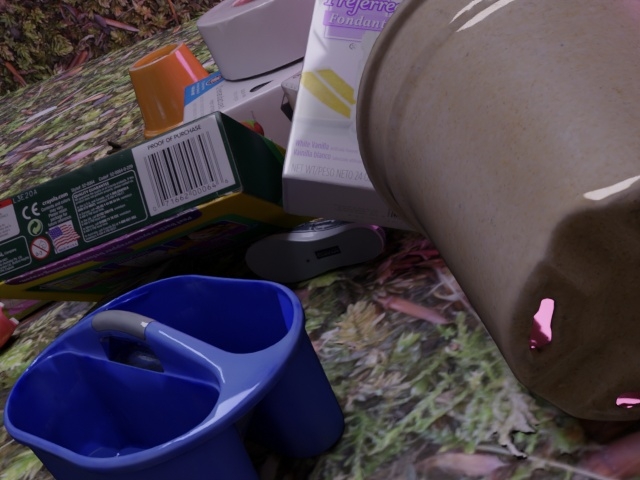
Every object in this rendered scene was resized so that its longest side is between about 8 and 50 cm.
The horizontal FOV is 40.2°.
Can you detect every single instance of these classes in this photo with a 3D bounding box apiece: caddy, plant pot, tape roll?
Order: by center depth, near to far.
[{"bbox_3d":[0.215,-0.039,0.701,0.333,0.334,0.305,-23,36,8],"label":"plant pot"},{"bbox_3d":[-0.145,0.137,0.816,0.341,0.179,0.241,2,37,46],"label":"caddy"},{"bbox_3d":[-0.056,-0.373,1.431,0.286,0.100,0.286,-22,23,10],"label":"tape roll"},{"bbox_3d":[-0.302,-0.304,1.833,0.205,0.188,0.205,-22,24,10],"label":"plant pot"}]

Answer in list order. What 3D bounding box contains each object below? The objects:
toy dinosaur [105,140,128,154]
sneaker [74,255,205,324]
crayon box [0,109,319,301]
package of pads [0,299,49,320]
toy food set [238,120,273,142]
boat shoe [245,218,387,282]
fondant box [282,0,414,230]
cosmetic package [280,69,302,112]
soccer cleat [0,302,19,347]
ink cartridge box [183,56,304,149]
[{"bbox_3d":[-0.286,-0.109,1.377,0.118,0.064,0.268,2,38,5],"label":"toy dinosaur"},{"bbox_3d":[-0.250,0.125,1.055,0.122,0.110,0.283,-16,16,35],"label":"sneaker"},{"bbox_3d":[-0.216,-0.025,1.116,0.362,0.106,0.313,-20,-9,13],"label":"crayon box"},{"bbox_3d":[-0.427,-0.002,1.464,0.296,0.101,0.229,-32,25,-12],"label":"package of pads"},{"bbox_3d":[-0.127,-0.131,1.208,0.128,0.071,0.218,-14,-8,-5],"label":"toy food set"},{"bbox_3d":[0.000,0.000,1.095,0.183,0.065,0.083,-10,26,20],"label":"boat shoe"},{"bbox_3d":[0.098,-0.179,1.007,0.238,0.096,0.331,8,65,3],"label":"fondant box"},{"bbox_3d":[0.156,-0.215,1.202,0.365,0.197,0.155,-33,25,-12],"label":"cosmetic package"},{"bbox_3d":[-0.566,0.136,1.358,0.248,0.083,0.095,1,40,41],"label":"soccer cleat"},{"bbox_3d":[-0.015,-0.234,1.439,0.394,0.166,0.285,-25,24,2],"label":"ink cartridge box"}]
